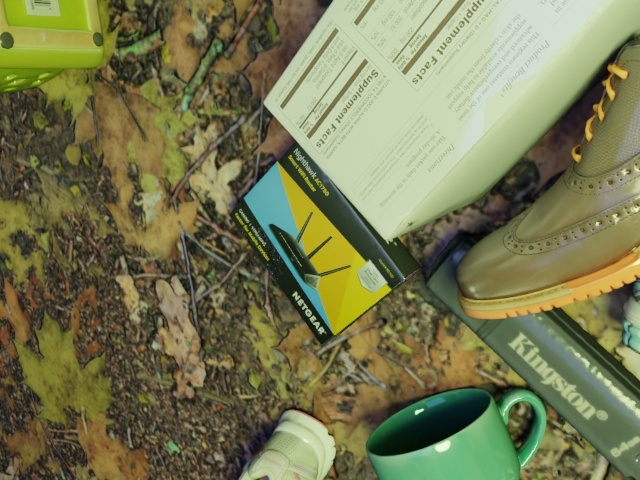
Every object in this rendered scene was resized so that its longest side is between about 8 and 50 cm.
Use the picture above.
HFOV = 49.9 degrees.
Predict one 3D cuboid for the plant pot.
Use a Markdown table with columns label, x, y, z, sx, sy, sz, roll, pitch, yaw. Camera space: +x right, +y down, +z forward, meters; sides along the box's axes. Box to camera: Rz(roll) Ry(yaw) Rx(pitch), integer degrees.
| label | x | y | z | sx | sy | sz | roll | pitch | yaw |
| --- | --- | --- | --- | --- | --- | --- | --- | --- | --- |
| plant pot | -0.396 | -0.291 | 0.801 | 0.207 | 0.227 | 0.228 | 0 | 102 | 27 |

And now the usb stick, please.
| label | x | y | z | sx | sy | sz | roll | pitch | yaw |
| --- | --- | --- | --- | --- | --- | --- | --- | --- | --- |
| usb stick | 0.210 | 0.105 | 0.618 | 0.278 | 0.045 | 0.077 | 45 | 121 | 15 |

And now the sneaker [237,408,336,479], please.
| label | x | y | z | sx | sy | sz | roll | pitch | yaw |
| --- | --- | --- | --- | --- | --- | --- | --- | --- | --- |
| sneaker | -0.061 | 0.328 | 0.810 | 0.103 | 0.111 | 0.252 | 17 | 111 | 28 |

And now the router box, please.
| label | x | y | z | sx | sy | sz | roll | pitch | yaw |
| --- | --- | --- | --- | --- | --- | --- | --- | --- | --- |
| router box | 0.000 | 0.000 | 0.725 | 0.133 | 0.046 | 0.179 | -44 | 78 | 33 |

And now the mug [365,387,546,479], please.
| label | x | y | z | sx | sy | sz | roll | pitch | yaw |
| --- | --- | --- | --- | --- | --- | --- | --- | --- | --- |
| mug | 0.131 | 0.209 | 0.645 | 0.158 | 0.129 | 0.097 | -22 | 93 | 34 |

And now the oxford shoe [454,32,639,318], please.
| label | x | y | z | sx | sy | sz | roll | pitch | yaw |
| --- | --- | --- | --- | --- | --- | --- | --- | --- | --- |
| oxford shoe | 0.229 | -0.072 | 0.496 | 0.364 | 0.130 | 0.132 | -38 | 100 | 24 |

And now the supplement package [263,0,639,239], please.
| label | x | y | z | sx | sy | sz | roll | pitch | yaw |
| --- | --- | --- | --- | --- | --- | --- | --- | --- | --- |
| supplement package | 0.126 | -0.153 | 0.507 | 0.145 | 0.204 | 0.262 | 50 | 123 | 13 |

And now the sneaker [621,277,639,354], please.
| label | x | y | z | sx | sy | sz | roll | pitch | yaw |
| --- | --- | --- | --- | --- | --- | --- | --- | --- | --- |
| sneaker | 0.359 | 0.040 | 0.470 | 0.283 | 0.110 | 0.122 | 5 | 102 | 32 |
